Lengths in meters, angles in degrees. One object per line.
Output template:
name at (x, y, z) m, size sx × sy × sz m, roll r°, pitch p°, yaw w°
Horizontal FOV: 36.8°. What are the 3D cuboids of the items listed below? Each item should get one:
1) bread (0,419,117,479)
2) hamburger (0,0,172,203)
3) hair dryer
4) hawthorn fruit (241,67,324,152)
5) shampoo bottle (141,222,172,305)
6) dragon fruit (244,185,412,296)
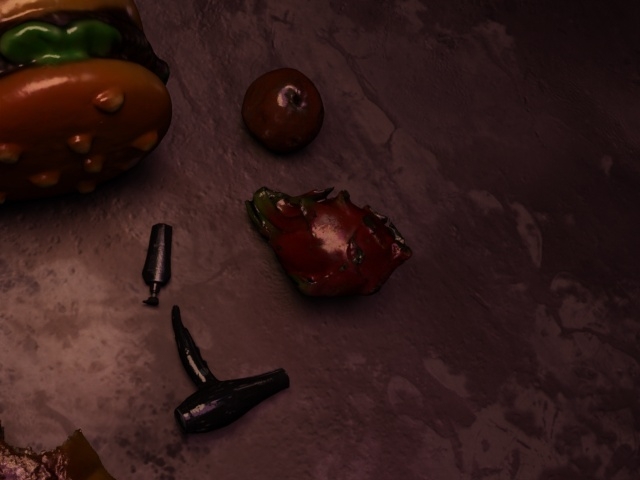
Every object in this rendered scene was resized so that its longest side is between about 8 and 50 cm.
bread at (-0.360, 0.408, 1.400) m, size 0.185 × 0.109 × 0.380 m, roll -37°, pitch 82°, yaw -22°
hamburger at (-0.421, -0.214, 1.468) m, size 0.396 × 0.396 × 0.277 m, roll -16°, pitch 76°, yaw -19°
hair dryer at (-0.175, 0.190, 1.554) m, size 0.196 × 0.075 × 0.219 m, roll -21°, pitch 70°, yaw -30°
hawthorn fruit at (-0.047, -0.229, 1.668) m, size 0.149 × 0.189 × 0.149 m, roll 4°, pitch 84°, yaw -41°
shampoo bottle at (-0.269, 0.039, 1.592) m, size 0.048 × 0.027 × 0.137 m, roll 3°, pitch 70°, yaw 0°
dragon fruit at (0.014, -0.015, 1.611) m, size 0.200 × 0.198 × 0.269 m, roll -30°, pitch 67°, yaw -11°
